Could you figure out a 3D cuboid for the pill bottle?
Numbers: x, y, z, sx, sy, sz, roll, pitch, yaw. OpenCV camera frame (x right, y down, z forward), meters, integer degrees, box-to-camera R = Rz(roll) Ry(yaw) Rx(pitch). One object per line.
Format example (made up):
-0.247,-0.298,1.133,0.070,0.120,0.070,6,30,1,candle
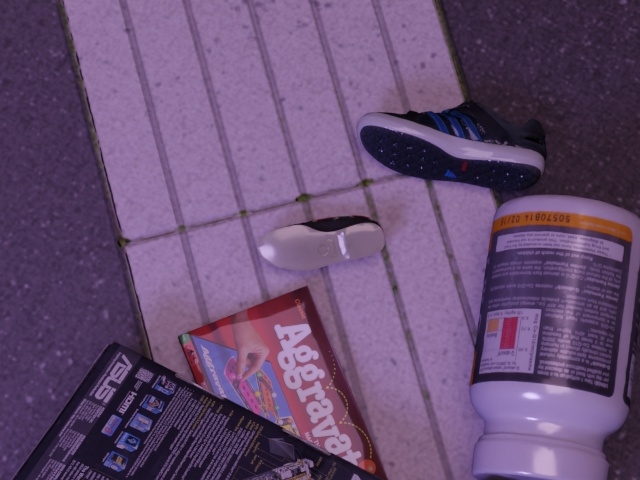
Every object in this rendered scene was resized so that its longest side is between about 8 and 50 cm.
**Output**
0.233,0.106,1.614,0.162,0.162,0.279,10,76,-1,pill bottle

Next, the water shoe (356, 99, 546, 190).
0.138,-0.108,1.720,0.203,0.073,0.080,15,54,-4,water shoe

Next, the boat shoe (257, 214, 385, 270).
0.000,0.002,1.691,0.133,0.042,0.049,-7,102,-4,boat shoe

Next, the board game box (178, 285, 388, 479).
-0.026,0.200,1.647,0.145,0.027,0.281,-21,78,-9,board game box

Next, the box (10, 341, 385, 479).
-0.142,0.300,1.451,0.318,0.097,0.395,24,40,5,box
